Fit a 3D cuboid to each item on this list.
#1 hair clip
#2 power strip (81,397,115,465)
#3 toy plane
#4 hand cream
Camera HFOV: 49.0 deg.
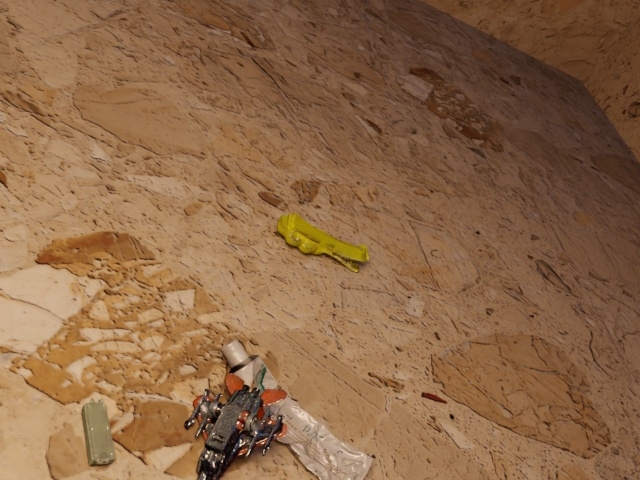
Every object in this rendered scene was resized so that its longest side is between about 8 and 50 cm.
[{"bbox_3d":[0.000,0.000,1.223,0.173,0.046,0.072,21,35,-23],"label":"hair clip"},{"bbox_3d":[-0.252,0.216,0.794,0.027,0.017,0.083,7,46,-36],"label":"power strip"},{"bbox_3d":[-0.117,0.241,0.836,0.130,0.061,0.189,15,40,17],"label":"toy plane"},{"bbox_3d":[-0.041,0.232,0.931,0.257,0.050,0.084,44,39,4],"label":"hand cream"}]
